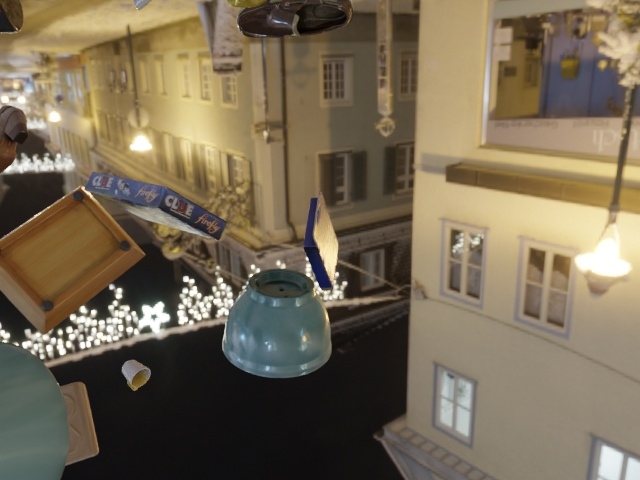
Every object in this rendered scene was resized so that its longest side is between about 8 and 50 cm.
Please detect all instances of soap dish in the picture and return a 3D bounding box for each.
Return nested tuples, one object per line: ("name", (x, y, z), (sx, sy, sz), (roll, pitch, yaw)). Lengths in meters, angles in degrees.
("soap dish", (-0.584, 0.032, 1.341), (0.291, 0.229, 0.118), (-43, -175, -27))

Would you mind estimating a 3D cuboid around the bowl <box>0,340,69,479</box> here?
("bowl", (-0.576, 0.316, 0.922), (0.312, 0.311, 0.163), (4, 174, 16))

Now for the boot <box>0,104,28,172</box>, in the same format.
("boot", (-0.492, -0.152, 0.896), (0.118, 0.042, 0.087), (-45, -124, -8))

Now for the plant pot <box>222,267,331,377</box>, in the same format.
("plant pot", (-0.108, 0.194, 1.556), (0.293, 0.196, 0.293), (4, -158, -2))

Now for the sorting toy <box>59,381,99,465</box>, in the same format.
("sorting toy", (-0.649, 0.451, 1.396), (0.209, 0.038, 0.192), (-11, -122, -24))

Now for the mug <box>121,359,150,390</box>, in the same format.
("mug", (-0.515, 0.366, 1.617), (0.064, 0.078, 0.062), (31, 175, 30))

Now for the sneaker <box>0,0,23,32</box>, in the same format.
("sneaker", (-0.521, -0.374, 0.771), (0.145, 0.090, 0.270), (-6, 155, -2))

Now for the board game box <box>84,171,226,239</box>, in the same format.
("board game box", (-0.324, -0.069, 1.158), (0.243, 0.042, 0.165), (14, 168, 37))

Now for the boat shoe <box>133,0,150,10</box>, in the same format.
("boat shoe", (-0.372, -0.635, 1.354), (0.081, 0.227, 0.079), (38, 171, -27))

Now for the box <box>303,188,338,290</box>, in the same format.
("box", (0.000, 0.000, 1.350), (0.037, 0.225, 0.136), (-1, -126, 13))

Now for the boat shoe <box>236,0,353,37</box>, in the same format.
("boat shoe", (-0.058, -0.480, 1.267), (0.258, 0.095, 0.095), (-8, -140, 8))

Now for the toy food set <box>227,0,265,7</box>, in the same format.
("toy food set", (-0.163, -0.499, 0.997), (0.128, 0.217, 0.071), (4, -147, 41))
